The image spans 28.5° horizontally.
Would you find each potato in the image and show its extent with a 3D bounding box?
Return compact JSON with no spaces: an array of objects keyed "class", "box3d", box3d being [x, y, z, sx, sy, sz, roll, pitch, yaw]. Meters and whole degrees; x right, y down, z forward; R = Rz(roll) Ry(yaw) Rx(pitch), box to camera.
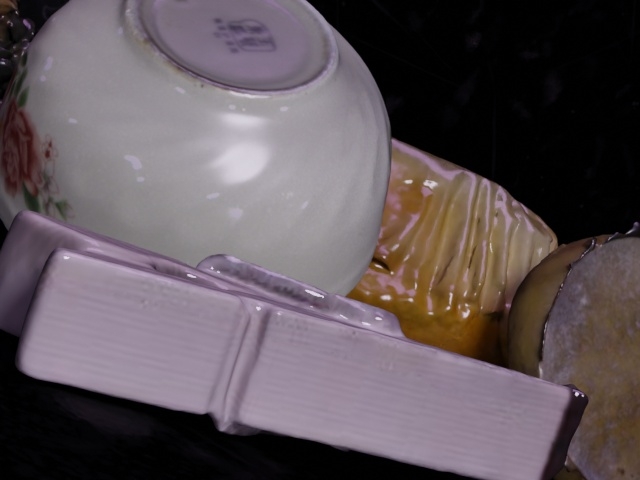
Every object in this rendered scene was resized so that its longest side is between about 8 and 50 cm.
[{"class":"potato","box3d":[0.195,0.121,0.909,0.138,0.243,0.098,-15,0,-27]}]

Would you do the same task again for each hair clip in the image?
[{"class":"hair clip","box3d":[-0.012,0.064,0.679,0.330,0.085,0.101,21,5,-31]}]

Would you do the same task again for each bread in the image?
[{"class":"bread","box3d":[-0.003,-0.004,1.035,0.388,0.183,0.236,21,-11,12]}]

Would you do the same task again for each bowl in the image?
[{"class":"bowl","box3d":[-0.073,-0.085,0.827,0.277,0.145,0.277,11,43,-10]}]

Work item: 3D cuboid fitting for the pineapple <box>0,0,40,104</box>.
[{"class":"pineapple","box3d":[-0.318,-0.187,1.103,0.362,0.202,0.202,33,4,-13]}]
